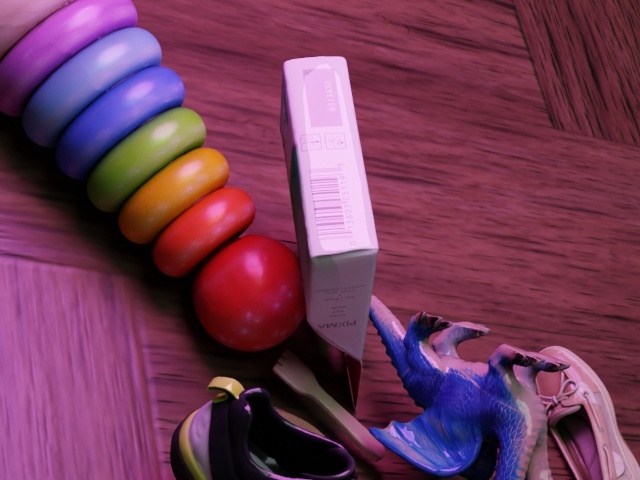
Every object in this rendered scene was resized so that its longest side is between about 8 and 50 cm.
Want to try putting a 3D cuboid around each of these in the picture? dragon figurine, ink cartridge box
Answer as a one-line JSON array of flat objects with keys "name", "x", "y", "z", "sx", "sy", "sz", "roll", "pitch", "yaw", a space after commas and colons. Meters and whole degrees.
[{"name": "dragon figurine", "x": 0.098, "y": 0.135, "z": 1.288, "sx": 0.289, "sy": 0.144, "sz": 0.085, "roll": 23, "pitch": 4, "yaw": 34}, {"name": "ink cartridge box", "x": 0.000, "y": 0.000, "z": 1.286, "sx": 0.056, "sy": 0.225, "sz": 0.181, "roll": -3, "pitch": 55, "yaw": -8}]

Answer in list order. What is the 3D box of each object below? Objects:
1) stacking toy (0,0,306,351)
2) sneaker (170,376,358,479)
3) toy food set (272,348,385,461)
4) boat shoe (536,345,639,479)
[{"name": "stacking toy", "x": -0.125, "y": -0.057, "z": 1.296, "sx": 0.330, "sy": 0.141, "sz": 0.141, "roll": 51, "pitch": 43, "yaw": 2}, {"name": "sneaker", "x": -0.003, "y": 0.190, "z": 1.137, "sx": 0.234, "sy": 0.097, "sz": 0.084, "roll": 44, "pitch": 38, "yaw": -7}, {"name": "toy food set", "x": -0.030, "y": 0.178, "z": 1.235, "sx": 0.132, "sy": 0.038, "sz": 0.192, "roll": 45, "pitch": 37, "yaw": -6}, {"name": "boat shoe", "x": 0.216, "y": 0.159, "z": 1.409, "sx": 0.048, "sy": 0.056, "sz": 0.153, "roll": -8, "pitch": 69, "yaw": -45}]
